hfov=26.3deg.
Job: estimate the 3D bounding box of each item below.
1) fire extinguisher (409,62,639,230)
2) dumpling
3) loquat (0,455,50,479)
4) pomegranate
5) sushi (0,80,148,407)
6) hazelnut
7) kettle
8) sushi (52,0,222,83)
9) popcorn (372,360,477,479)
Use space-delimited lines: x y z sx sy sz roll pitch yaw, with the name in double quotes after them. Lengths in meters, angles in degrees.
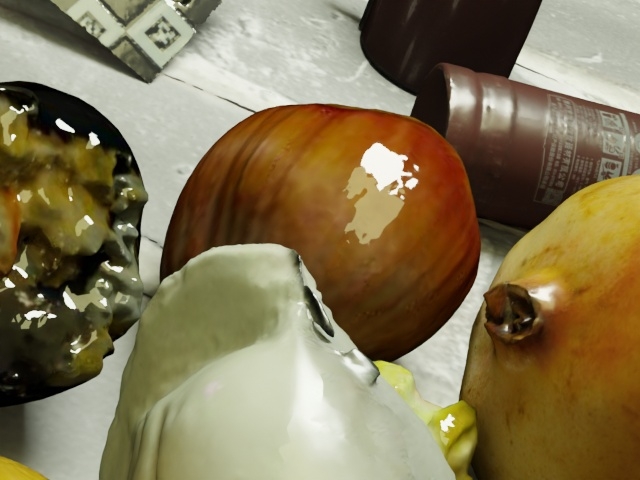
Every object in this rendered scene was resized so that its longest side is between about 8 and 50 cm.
0.238 -0.040 1.101 0.337 0.114 0.135 12 81 -11 "fire extinguisher"
-0.033 0.154 0.667 0.175 0.227 0.243 40 35 -30 "dumpling"
-0.170 0.190 0.559 0.208 0.208 0.208 13 39 -11 "loquat"
0.203 0.084 0.815 0.264 0.264 0.264 13 39 -11 "pomegranate"
-0.222 -0.016 0.799 0.200 0.204 0.213 27 71 -35 "sushi"
0.003 0.008 0.887 0.186 0.210 0.210 15 32 -47 "hazelnut"
0.120 -0.265 1.204 0.202 0.232 0.144 34 39 15 "kettle"
-0.171 -0.259 1.138 0.215 0.050 0.192 42 71 -8 "sushi"
0.031 0.138 0.778 0.126 0.125 0.145 -4 35 -17 "popcorn"
